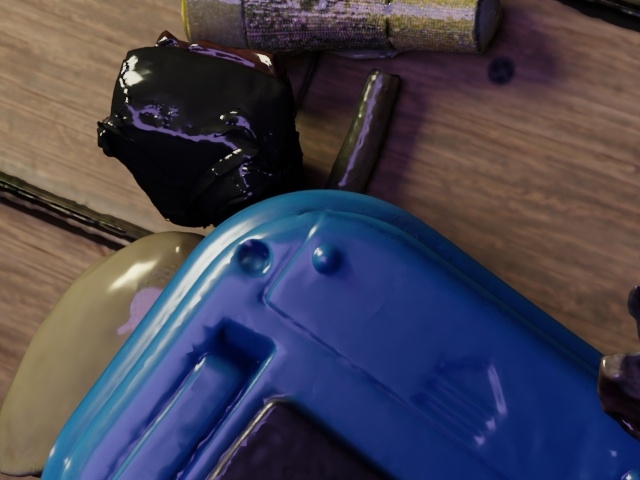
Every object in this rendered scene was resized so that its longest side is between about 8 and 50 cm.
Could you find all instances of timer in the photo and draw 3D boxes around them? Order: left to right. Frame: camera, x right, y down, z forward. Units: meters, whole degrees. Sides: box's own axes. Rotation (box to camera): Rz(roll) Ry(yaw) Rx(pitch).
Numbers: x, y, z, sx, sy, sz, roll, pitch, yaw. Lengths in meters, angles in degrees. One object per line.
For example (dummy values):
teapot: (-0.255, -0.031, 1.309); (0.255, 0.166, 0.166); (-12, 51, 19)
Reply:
timer: (0.026, 0.156, 1.119); (0.340, 0.115, 0.309); (37, 90, -2)

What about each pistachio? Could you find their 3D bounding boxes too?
pistachio: (-0.121, 0.081, 1.242); (0.223, 0.126, 0.152); (-41, 29, 22)

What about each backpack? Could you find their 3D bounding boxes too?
backpack: (-0.065, -0.063, 1.215); (0.120, 0.165, 0.106); (16, 80, 7)

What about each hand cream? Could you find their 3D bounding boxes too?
hand cream: (0.016, -0.151, 1.244); (0.203, 0.084, 0.084); (5, 87, 16)

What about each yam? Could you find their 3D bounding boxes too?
yam: (0.001, 0.001, 1.253); (0.027, 0.029, 0.234); (24, 94, 66)

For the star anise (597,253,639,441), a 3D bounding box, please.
star anise: (0.256, 0.092, 1.075); (0.223, 0.109, 0.236); (25, 64, 1)
